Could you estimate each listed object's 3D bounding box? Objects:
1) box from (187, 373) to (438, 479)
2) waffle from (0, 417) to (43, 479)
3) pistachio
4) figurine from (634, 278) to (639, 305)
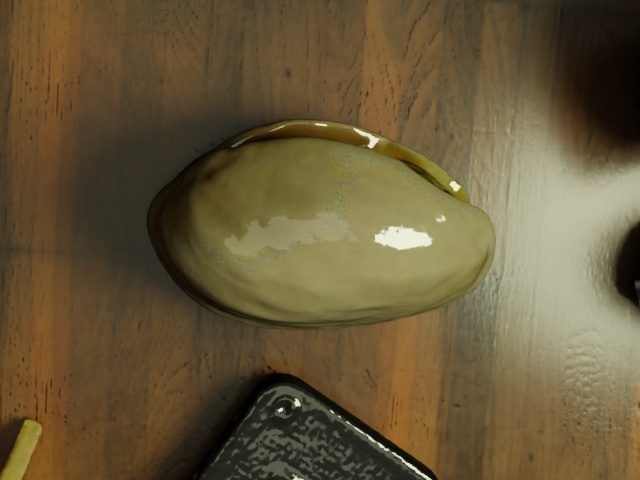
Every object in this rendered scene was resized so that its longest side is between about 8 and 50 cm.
[{"bbox_3d":[-0.060,0.311,0.888,0.211,0.058,0.350,35,92,-9],"label":"box"},{"bbox_3d":[-0.291,0.241,0.878,0.023,0.097,0.153,22,126,-9],"label":"waffle"},{"bbox_3d":[0.000,0.000,0.810,0.288,0.166,0.197,9,119,-11],"label":"pistachio"},{"bbox_3d":[0.349,0.036,0.827,0.141,0.250,0.166,15,98,12],"label":"figurine"}]
